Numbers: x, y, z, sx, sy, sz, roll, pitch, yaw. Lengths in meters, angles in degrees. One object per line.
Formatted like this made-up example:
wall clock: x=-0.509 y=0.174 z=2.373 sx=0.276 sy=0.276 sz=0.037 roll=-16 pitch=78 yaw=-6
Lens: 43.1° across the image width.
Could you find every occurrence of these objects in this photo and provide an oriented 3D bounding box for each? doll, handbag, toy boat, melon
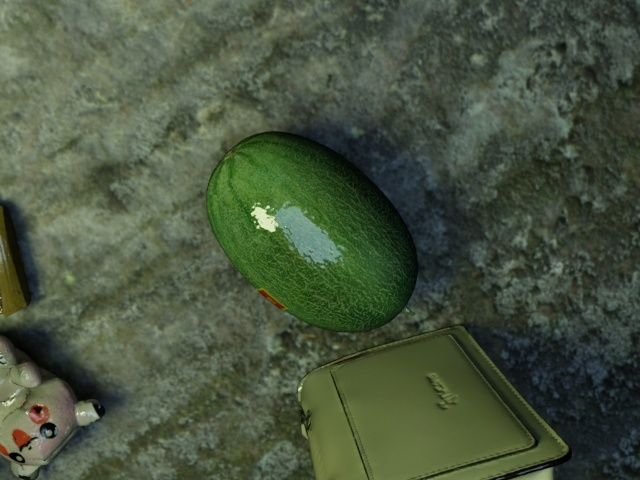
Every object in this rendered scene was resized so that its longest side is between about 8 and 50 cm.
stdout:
doll: x=-0.361 y=0.194 z=0.961 sx=0.149 sy=0.095 sz=0.192 roll=-37 pitch=106 yaw=8
handbag: x=0.107 y=0.242 z=0.893 sx=0.236 sy=0.358 sz=0.160 roll=-10 pitch=105 yaw=-4
toy boat: x=-0.379 y=0.017 z=0.943 sx=0.048 sy=0.047 sz=0.149 roll=-11 pitch=104 yaw=-4
melon: x=0.000 y=0.000 z=0.919 sx=0.287 sy=0.182 sz=0.182 roll=42 pitch=94 yaw=-10
